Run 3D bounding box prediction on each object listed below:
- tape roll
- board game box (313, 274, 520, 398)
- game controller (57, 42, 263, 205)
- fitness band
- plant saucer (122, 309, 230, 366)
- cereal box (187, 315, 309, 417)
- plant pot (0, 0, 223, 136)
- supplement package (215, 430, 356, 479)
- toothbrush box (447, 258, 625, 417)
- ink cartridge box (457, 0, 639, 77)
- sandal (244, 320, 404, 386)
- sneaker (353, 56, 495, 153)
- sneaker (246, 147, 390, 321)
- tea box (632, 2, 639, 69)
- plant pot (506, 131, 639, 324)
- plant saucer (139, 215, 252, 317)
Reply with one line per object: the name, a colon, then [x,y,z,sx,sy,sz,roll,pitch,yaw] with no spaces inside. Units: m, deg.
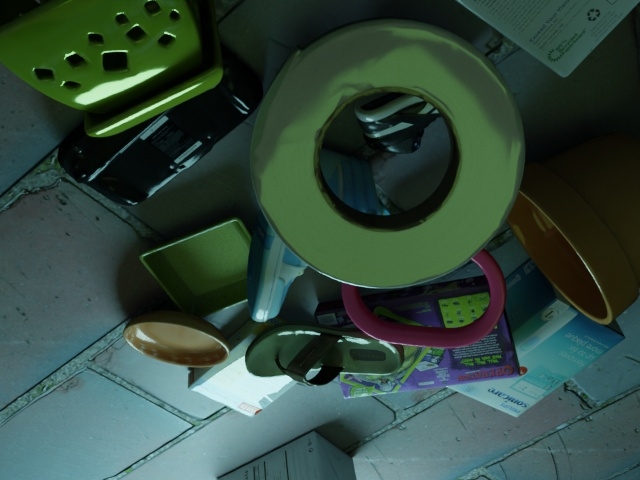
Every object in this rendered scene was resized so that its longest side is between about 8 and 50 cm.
tape roll: [0.093,-0.121,1.108,0.391,0.072,0.392,0,109,-1]
board game box: [0.181,0.186,1.457,0.346,0.056,0.208,-11,110,18]
game controller: [-0.239,-0.170,1.159,0.319,0.067,0.166,-35,143,21]
fitness band: [0.178,0.083,1.357,0.290,0.054,0.209,3,103,17]
plant saucer: [-0.263,0.180,1.436,0.199,0.037,0.200,6,148,4]
cereal box: [-0.127,0.251,1.553,0.173,0.047,0.240,33,119,-31]
plant pot: [-0.247,-0.276,0.949,0.228,0.227,0.207,-24,138,11]
supplement package: [-0.075,0.606,1.793,0.292,0.175,0.177,-31,130,18]
toothbrush box: [0.408,0.198,1.547,0.216,0.126,0.295,28,123,-29]
ink cartridge box: [0.287,-0.401,0.907,0.330,0.071,0.324,27,123,-25]
sandal: [0.003,0.218,1.435,0.302,0.086,0.120,-3,123,11]
sneaker: [0.165,-0.202,1.188,0.216,0.079,0.121,-17,142,6]
sneaker: [0.000,0.000,1.263,0.208,0.127,0.319,8,114,-18]
tea box: [0.629,-0.186,1.104,0.219,0.324,0.329,-22,131,9]
plant pot: [0.451,-0.038,1.257,0.203,0.291,0.291,-36,130,1]
plant saucer: [-0.189,0.041,1.355,0.188,0.045,0.188,-21,132,9]
